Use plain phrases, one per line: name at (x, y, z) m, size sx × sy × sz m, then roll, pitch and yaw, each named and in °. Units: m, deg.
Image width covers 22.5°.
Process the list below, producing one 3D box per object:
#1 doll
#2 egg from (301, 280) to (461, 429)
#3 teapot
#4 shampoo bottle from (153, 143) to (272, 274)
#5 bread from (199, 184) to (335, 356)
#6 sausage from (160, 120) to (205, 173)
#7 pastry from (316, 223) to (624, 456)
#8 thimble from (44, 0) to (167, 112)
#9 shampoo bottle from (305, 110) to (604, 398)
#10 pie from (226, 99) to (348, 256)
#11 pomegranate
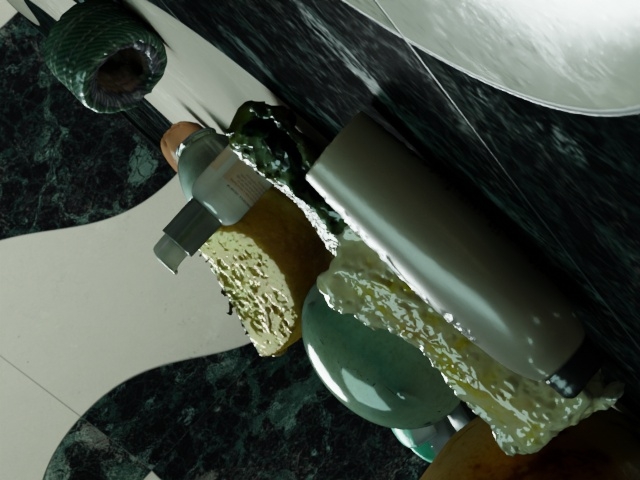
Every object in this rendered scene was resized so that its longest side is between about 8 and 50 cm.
doll at (0.143, 0.185, 2.271) m, size 0.195 × 0.153 × 0.258 m, roll 14°, pitch -139°, yaw -59°
egg at (0.075, 0.125, 1.923) m, size 0.236 × 0.169 × 0.169 m, roll 38°, pitch 174°, yaw 27°
teapot at (-0.137, -0.107, 2.237) m, size 0.108 × 0.149 × 0.111 m, roll 57°, pitch 141°, yaw 16°
shampoo bottle at (-0.128, -0.045, 1.947) m, size 0.074 × 0.192 × 0.074 m, roll 43°, pitch 177°, yaw 3°
bread at (-0.055, 0.031, 2.031) m, size 0.139 × 0.143 × 0.229 m, roll -12°, pitch 113°, yaw 46°
sausage at (-0.125, -0.070, 2.423) m, size 0.289 × 0.086 × 0.086 m, roll 44°, pitch 176°, yaw -1°
pastry at (0.118, 0.073, 1.332) m, size 0.258 × 0.121 × 0.089 m, roll 40°, pitch -151°, yaw 3°
thimble at (-0.252, -0.218, 1.890) m, size 0.090 × 0.118 × 0.135 m, roll 46°, pitch -167°, yaw 26°
shampoo bottle at (0.103, 0.016, 1.173) m, size 0.257 × 0.078 × 0.127 m, roll 41°, pitch 175°, yaw 2°
pie at (0.060, 0.009, 1.541) m, size 0.371 × 0.078 × 0.296 m, roll 43°, pitch 176°, yaw 23°
pomegranate at (0.203, 0.299, 1.480) m, size 0.319 × 0.319 × 0.319 m, roll 43°, pitch 176°, yaw 4°
